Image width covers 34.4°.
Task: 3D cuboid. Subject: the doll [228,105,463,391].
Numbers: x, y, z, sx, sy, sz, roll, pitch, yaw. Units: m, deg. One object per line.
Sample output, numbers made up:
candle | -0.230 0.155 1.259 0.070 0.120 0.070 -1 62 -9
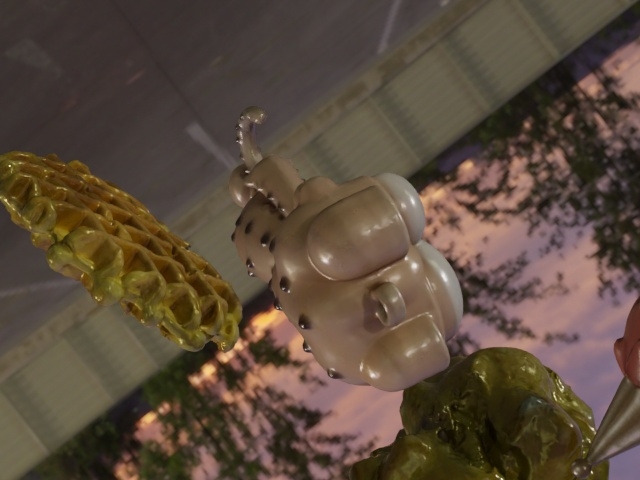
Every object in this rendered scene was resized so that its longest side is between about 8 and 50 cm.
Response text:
doll | 0.000 0.002 0.748 0.119 0.154 0.278 -25 -148 -13

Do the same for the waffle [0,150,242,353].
waffle | -0.202 0.000 1.038 0.065 0.309 0.283 -52 -176 7

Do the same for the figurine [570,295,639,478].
figurine | 0.349 0.053 0.870 0.387 0.166 0.207 -49 155 13

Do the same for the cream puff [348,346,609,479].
cream puff | 0.151 0.296 1.157 0.378 0.275 0.378 -170 -90 -75
